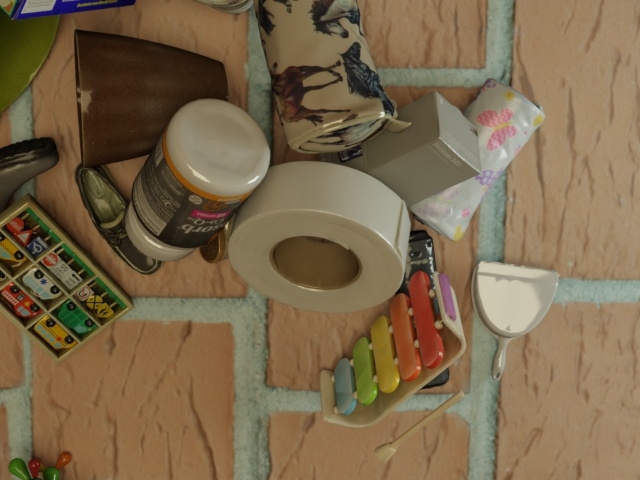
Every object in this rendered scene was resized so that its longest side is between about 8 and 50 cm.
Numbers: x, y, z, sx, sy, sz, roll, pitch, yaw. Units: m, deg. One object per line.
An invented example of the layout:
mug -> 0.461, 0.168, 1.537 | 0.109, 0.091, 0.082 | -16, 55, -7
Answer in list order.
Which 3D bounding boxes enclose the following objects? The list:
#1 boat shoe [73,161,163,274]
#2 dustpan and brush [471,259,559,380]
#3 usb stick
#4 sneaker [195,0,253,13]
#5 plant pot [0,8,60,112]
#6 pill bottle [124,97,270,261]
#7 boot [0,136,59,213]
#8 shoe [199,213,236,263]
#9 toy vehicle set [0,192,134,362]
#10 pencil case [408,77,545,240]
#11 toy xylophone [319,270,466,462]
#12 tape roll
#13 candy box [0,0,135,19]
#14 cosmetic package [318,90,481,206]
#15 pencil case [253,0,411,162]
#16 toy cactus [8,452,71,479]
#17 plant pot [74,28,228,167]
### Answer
boat shoe -> -0.343, -0.033, 1.732 | 0.080, 0.073, 0.224 | -30, 99, 4
dustpan and brush -> 0.324, 0.145, 1.795 | 0.147, 0.060, 0.211 | 8, 93, -1
usb stick -> 0.171, 0.122, 1.786 | 0.077, 0.045, 0.278 | -8, 100, 1
sneaker -> -0.238, -0.459, 1.619 | 0.305, 0.152, 0.114 | 25, 101, -4
plant pot -> -0.603, -0.363, 1.592 | 0.293, 0.275, 0.275 | 37, 98, 7
pill bottle -> -0.200, -0.083, 1.597 | 0.162, 0.278, 0.162 | 13, 59, -22
boot -> -0.545, -0.019, 1.726 | 0.338, 0.118, 0.223 | -23, 107, 10
shoe -> -0.169, -0.072, 1.742 | 0.058, 0.076, 0.219 | -7, 102, -43
toy vehicle set -> -0.458, 0.067, 1.714 | 0.166, 0.035, 0.267 | -37, 121, 3
pencil case -> 0.252, -0.131, 1.709 | 0.124, 0.113, 0.273 | 32, 98, -11
toy xylophone -> 0.128, 0.208, 1.690 | 0.081, 0.236, 0.323 | 30, 114, -26
tape roll -> 0.000, 0.000, 1.649 | 0.286, 0.100, 0.286 | 7, 144, 5
candy box -> -0.436, -0.472, 1.501 | 0.317, 0.268, 0.122 | 42, 121, 11
cosmetic package -> 0.124, -0.126, 1.643 | 0.238, 0.107, 0.127 | -23, 141, 35
pencil case -> -0.004, -0.331, 1.578 | 0.183, 0.160, 0.410 | -6, 75, -28
toy cactus -> -0.442, 0.456, 1.774 | 0.112, 0.180, 0.219 | -33, 105, -16
plant pot -> -0.268, -0.227, 1.648 | 0.230, 0.215, 0.215 | -3, 101, -15
